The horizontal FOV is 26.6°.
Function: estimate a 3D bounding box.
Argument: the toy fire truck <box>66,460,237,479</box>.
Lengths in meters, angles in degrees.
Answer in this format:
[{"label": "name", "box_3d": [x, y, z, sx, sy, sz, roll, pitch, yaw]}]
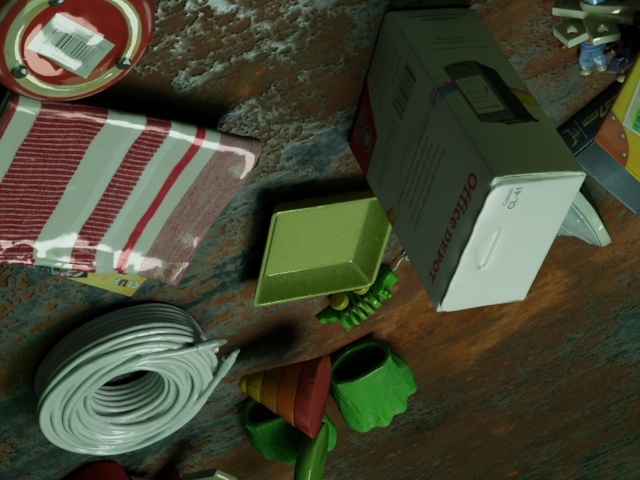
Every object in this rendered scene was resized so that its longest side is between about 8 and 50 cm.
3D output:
[{"label": "toy fire truck", "box_3d": [-0.268, 0.402, 2.098, 0.217, 0.158, 0.246, 23, 109, -45]}]

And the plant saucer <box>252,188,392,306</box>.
[{"label": "plant saucer", "box_3d": [0.000, 0.000, 1.858, 0.188, 0.045, 0.188, -9, 140, -22]}]

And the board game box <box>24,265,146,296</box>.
[{"label": "board game box", "box_3d": [-0.284, -0.024, 1.658, 0.243, 0.042, 0.165, 21, 121, -44]}]

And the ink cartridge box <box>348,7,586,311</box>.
[{"label": "ink cartridge box", "box_3d": [0.162, -0.100, 1.624, 0.131, 0.306, 0.226, -7, 139, -24]}]

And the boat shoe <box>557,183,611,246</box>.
[{"label": "boat shoe", "box_3d": [0.357, -0.050, 2.002, 0.081, 0.079, 0.227, -29, 139, 18]}]

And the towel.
[{"label": "towel", "box_3d": [-0.254, -0.053, 1.579, 0.329, 0.037, 0.237, 9, 128, -38]}]

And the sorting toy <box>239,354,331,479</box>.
[{"label": "sorting toy", "box_3d": [-0.058, 0.309, 2.041, 0.126, 0.127, 0.365, 10, 132, 10]}]

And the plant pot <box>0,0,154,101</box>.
[{"label": "plant pot", "box_3d": [-0.258, -0.246, 1.311, 0.191, 0.174, 0.191, -18, 141, -16]}]

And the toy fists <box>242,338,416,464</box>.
[{"label": "toy fists", "box_3d": [0.015, 0.259, 2.133, 0.279, 0.096, 0.142, -27, 130, 1]}]

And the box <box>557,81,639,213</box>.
[{"label": "box", "box_3d": [0.470, -0.150, 1.958, 0.183, 0.059, 0.233, -39, 141, 16]}]

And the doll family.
[{"label": "doll family", "box_3d": [0.411, -0.271, 1.768, 0.193, 0.076, 0.111, -25, 151, -1]}]

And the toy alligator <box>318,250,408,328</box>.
[{"label": "toy alligator", "box_3d": [0.079, 0.078, 1.990, 0.190, 0.051, 0.056, -37, 142, 12]}]

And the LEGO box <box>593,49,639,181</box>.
[{"label": "LEGO box", "box_3d": [0.580, -0.299, 1.575, 0.372, 0.193, 0.500, -32, 156, -32]}]

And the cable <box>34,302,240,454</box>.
[{"label": "cable", "box_3d": [-0.271, 0.195, 1.887, 0.257, 0.089, 0.257, 5, 133, -34]}]

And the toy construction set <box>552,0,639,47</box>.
[{"label": "toy construction set", "box_3d": [0.385, -0.356, 1.589, 0.215, 0.151, 0.327, -40, 157, -25]}]
